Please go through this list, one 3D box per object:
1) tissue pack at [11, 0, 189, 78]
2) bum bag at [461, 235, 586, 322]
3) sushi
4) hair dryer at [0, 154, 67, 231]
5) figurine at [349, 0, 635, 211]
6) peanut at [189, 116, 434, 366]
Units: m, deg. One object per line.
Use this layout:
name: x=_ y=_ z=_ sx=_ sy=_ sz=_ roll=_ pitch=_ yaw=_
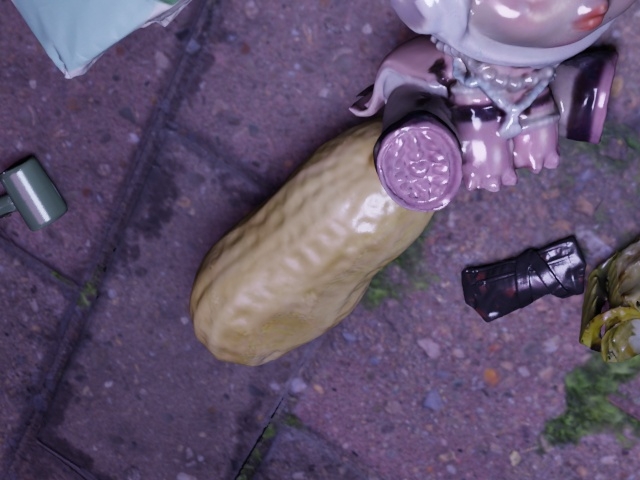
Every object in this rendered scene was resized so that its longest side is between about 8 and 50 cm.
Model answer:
tissue pack: x=-0.189 y=-0.349 z=1.039 sx=0.266 sy=0.194 sz=0.356 roll=-26 pitch=105 yaw=34
bum bag: x=0.189 y=0.038 z=1.191 sx=0.124 sy=0.034 sz=0.058 roll=-21 pitch=94 yaw=31
sushi: x=0.346 y=0.039 z=1.064 sx=0.291 sy=0.139 sz=0.131 roll=-16 pitch=118 yaw=29
hair dryer: x=-0.340 y=-0.040 z=1.385 sx=0.150 sy=0.047 sz=0.071 roll=-16 pitch=109 yaw=42
figurine: x=0.127 y=-0.208 z=0.958 sx=0.211 sy=0.253 sz=0.361 roll=33 pitch=135 yaw=24
peanut: x=0.000 y=0.000 z=1.193 sx=0.147 sy=0.147 sz=0.319 roll=44 pitch=118 yaw=-4
